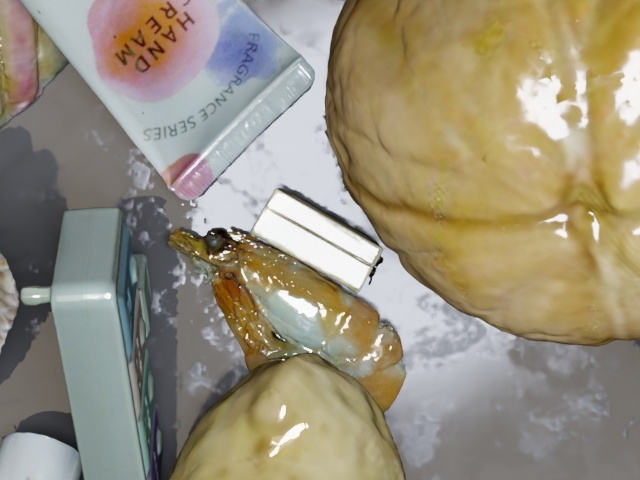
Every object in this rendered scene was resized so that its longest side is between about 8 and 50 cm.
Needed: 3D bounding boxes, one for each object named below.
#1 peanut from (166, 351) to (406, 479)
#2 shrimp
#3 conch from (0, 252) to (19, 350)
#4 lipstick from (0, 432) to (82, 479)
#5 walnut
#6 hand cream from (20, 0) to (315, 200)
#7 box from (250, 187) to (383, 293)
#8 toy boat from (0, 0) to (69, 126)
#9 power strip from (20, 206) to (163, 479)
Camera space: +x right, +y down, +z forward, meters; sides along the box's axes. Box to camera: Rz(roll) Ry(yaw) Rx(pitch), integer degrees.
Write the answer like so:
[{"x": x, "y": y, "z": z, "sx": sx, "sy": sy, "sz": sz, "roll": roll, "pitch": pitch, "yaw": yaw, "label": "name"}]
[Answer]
[{"x": -0.027, "y": 0.261, "z": 1.023, "sx": 0.169, "sy": 0.192, "sz": 0.387, "roll": 9, "pitch": 93, "yaw": 36, "label": "peanut"}, {"x": -0.025, "y": 0.051, "z": 1.085, "sx": 0.184, "sy": 0.043, "sz": 0.091, "roll": 43, "pitch": 96, "yaw": -3, "label": "shrimp"}, {"x": -0.339, "y": 0.012, "z": 0.986, "sx": 0.297, "sy": 0.352, "sz": 0.210, "roll": -19, "pitch": 62, "yaw": 3, "label": "conch"}, {"x": -0.206, "y": 0.245, "z": 1.021, "sx": 0.059, "sy": 0.059, "sz": 0.264, "roll": 14, "pitch": 59, "yaw": 0, "label": "lipstick"}, {"x": 0.145, "y": -0.091, "z": 0.952, "sx": 0.277, "sy": 0.313, "sz": 0.252, "roll": -37, "pitch": 112, "yaw": 27, "label": "walnut"}, {"x": -0.144, "y": -0.177, "z": 1.014, "sx": 0.124, "sy": 0.078, "sz": 0.341, "roll": -45, "pitch": 116, "yaw": -7, "label": "hand cream"}, {"x": 0.000, "y": 0.000, "z": 1.064, "sx": 0.083, "sy": 0.079, "sz": 0.035, "roll": 30, "pitch": 92, "yaw": 0, "label": "box"}, {"x": -0.279, "y": -0.160, "z": 1.049, "sx": 0.293, "sy": 0.111, "sz": 0.276, "roll": 16, "pitch": 100, "yaw": -11, "label": "toy boat"}, {"x": -0.135, "y": 0.070, "z": 1.038, "sx": 0.061, "sy": 0.145, "sz": 0.216, "roll": -1, "pitch": 128, "yaw": 1, "label": "power strip"}]
